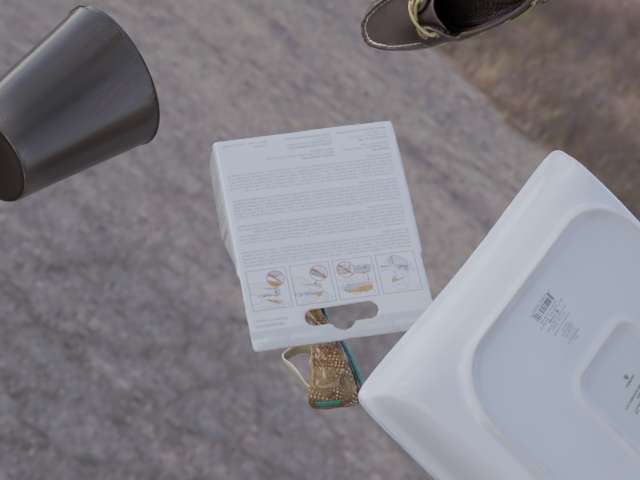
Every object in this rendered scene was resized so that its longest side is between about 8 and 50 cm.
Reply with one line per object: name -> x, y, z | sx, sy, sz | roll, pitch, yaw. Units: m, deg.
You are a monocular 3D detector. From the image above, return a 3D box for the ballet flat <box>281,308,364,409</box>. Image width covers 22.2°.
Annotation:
ballet flat -> -0.013, 0.099, 1.692 | 0.206, 0.067, 0.073 | -115, -171, -53

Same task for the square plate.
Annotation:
square plate -> 0.245, 0.131, 1.328 | 0.344, 0.049, 0.347 | 45, 52, -4

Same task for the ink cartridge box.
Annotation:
ink cartridge box -> 0.000, 0.000, 1.614 | 0.066, 0.189, 0.232 | 106, -26, -67

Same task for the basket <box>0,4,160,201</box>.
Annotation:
basket -> -0.340, -0.157, 2.073 | 0.154, 0.227, 0.204 | 5, -55, 42

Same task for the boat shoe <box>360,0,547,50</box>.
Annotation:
boat shoe -> 0.179, -0.325, 2.233 | 0.096, 0.324, 0.117 | -37, 110, -52
